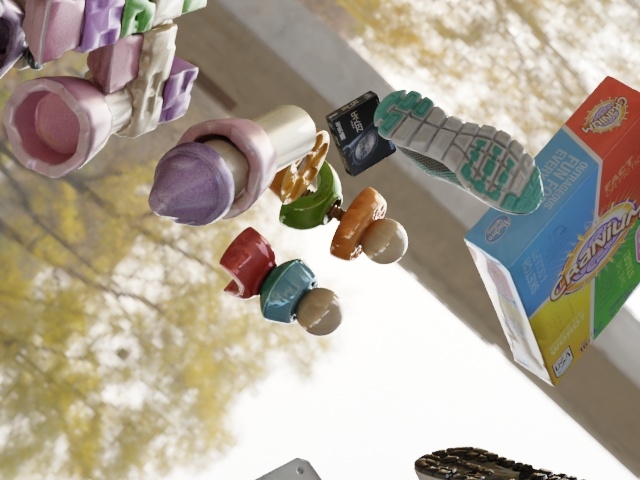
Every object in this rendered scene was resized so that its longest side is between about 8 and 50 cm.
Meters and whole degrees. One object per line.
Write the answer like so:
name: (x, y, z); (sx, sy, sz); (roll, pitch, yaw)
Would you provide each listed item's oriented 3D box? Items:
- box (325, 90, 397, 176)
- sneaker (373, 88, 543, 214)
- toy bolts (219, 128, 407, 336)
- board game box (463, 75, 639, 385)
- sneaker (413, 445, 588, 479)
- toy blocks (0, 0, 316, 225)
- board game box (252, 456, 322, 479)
box: (0.049, -0.127, 1.444); (0.067, 0.083, 0.018); (-31, -146, -14)
sneaker: (0.127, -0.075, 1.081); (0.065, 0.166, 0.076); (-53, 164, -6)
toy bolts: (0.000, 0.000, 1.475); (0.228, 0.158, 0.218); (-53, 163, -18)
board game box: (0.291, 0.001, 1.366); (0.242, 0.064, 0.316); (-48, 147, -10)
sneaker: (0.202, 0.298, 1.212); (0.107, 0.124, 0.283); (-11, -171, -24)
toy blocks: (-0.156, -0.176, 0.764); (0.260, 0.309, 0.288); (-37, 146, -59)
board game box: (-0.066, 0.531, 1.623); (0.390, 0.390, 0.050); (-22, 156, -37)
